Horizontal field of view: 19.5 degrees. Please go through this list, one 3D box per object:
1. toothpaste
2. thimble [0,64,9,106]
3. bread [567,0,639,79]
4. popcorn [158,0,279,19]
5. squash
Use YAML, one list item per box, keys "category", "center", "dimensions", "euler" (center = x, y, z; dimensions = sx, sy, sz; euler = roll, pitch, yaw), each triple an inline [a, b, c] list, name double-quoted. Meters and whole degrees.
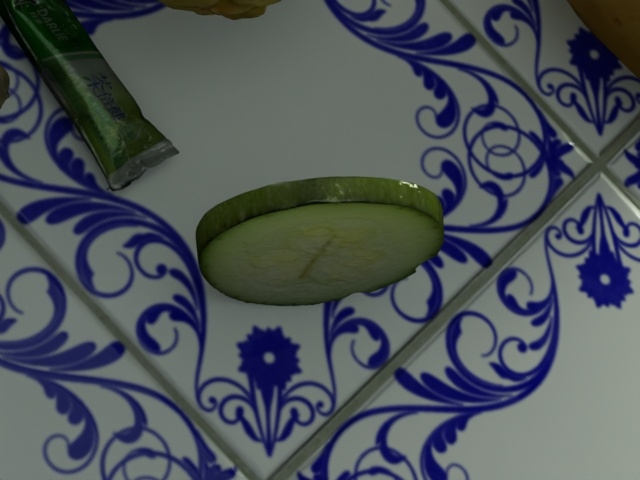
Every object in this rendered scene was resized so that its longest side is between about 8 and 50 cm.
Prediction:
- category: "toothpaste"
  center: [-0.227, -0.160, 1.683]
  dimensions: [0.078, 0.047, 0.248]
  euler: [-33, 85, -26]
- category: "thimble"
  center: [-0.371, -0.095, 1.516]
  dimensions: [0.148, 0.196, 0.229]
  euler: [38, 63, -1]
- category: "bread"
  center: [0.398, -0.303, 1.864]
  dimensions: [0.394, 0.250, 0.361]
  euler: [42, 59, 4]
- category: "popcorn"
  center: [-0.078, -0.396, 1.653]
  dimensions: [0.344, 0.354, 0.390]
  euler: [-1, 113, -20]
- category: "squash"
  center: [-0.001, -0.005, 1.604]
  dimensions: [0.219, 0.219, 0.041]
  euler: [1, 65, -20]
